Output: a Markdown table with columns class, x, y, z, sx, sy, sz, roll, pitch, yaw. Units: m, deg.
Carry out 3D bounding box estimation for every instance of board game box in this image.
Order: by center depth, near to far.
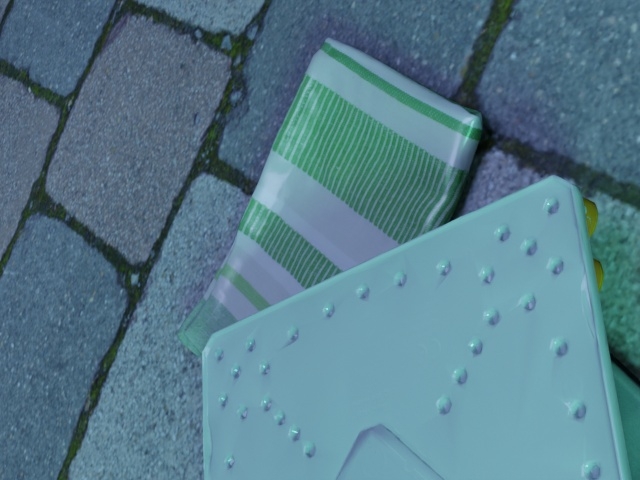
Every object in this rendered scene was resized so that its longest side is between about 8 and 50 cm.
| class | x | y | z | sx | sy | sz | roll | pitch | yaw |
| --- | --- | --- | --- | --- | --- | --- | --- | --- | --- |
| board game box | 0.058 | 0.200 | 0.808 | 0.390 | 0.050 | 0.389 | -27 | 57 | 41 |

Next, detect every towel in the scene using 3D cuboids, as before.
| class | x | y | z | sx | sy | sz | roll | pitch | yaw |
| --- | --- | --- | --- | --- | --- | --- | --- | --- | --- |
| towel | 0.000 | 0.000 | 1.012 | 0.248 | 0.038 | 0.324 | 38 | 103 | 49 |

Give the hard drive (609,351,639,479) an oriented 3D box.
| class | x | y | z | sx | sy | sz | roll | pitch | yaw |
| --- | --- | --- | --- | --- | --- | --- | --- | --- | --- |
| hard drive | 0.179 | 0.127 | 0.760 | 0.094 | 0.022 | 0.135 | -58 | 40 | 15 |
